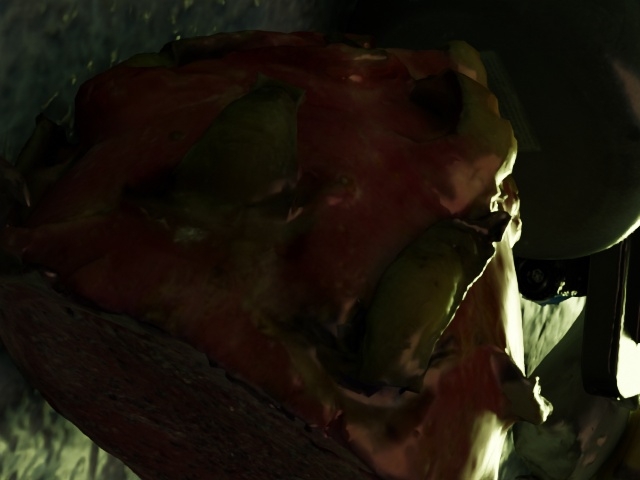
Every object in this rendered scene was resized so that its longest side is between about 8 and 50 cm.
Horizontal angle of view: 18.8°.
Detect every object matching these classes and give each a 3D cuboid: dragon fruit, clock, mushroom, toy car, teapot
[{"bbox_3d":[0.000,0.000,1.026,0.263,0.296,0.314,-58,154,-23],"label":"dragon fruit"},{"bbox_3d":[0.279,-0.024,1.500,0.279,0.049,0.273,-7,103,-61],"label":"clock"},{"bbox_3d":[0.230,0.078,1.587,0.096,0.099,0.278,26,82,-15],"label":"mushroom"},{"bbox_3d":[0.181,-0.036,1.462,0.080,0.070,0.171,-3,108,-55],"label":"toy car"},{"bbox_3d":[0.140,-0.178,1.259,0.285,0.305,0.223,-50,-175,-38],"label":"teapot"}]

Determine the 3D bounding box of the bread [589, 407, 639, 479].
[{"bbox_3d":[0.260,0.208,1.641,0.134,0.081,0.225,-59,180,-28],"label":"bread"}]
